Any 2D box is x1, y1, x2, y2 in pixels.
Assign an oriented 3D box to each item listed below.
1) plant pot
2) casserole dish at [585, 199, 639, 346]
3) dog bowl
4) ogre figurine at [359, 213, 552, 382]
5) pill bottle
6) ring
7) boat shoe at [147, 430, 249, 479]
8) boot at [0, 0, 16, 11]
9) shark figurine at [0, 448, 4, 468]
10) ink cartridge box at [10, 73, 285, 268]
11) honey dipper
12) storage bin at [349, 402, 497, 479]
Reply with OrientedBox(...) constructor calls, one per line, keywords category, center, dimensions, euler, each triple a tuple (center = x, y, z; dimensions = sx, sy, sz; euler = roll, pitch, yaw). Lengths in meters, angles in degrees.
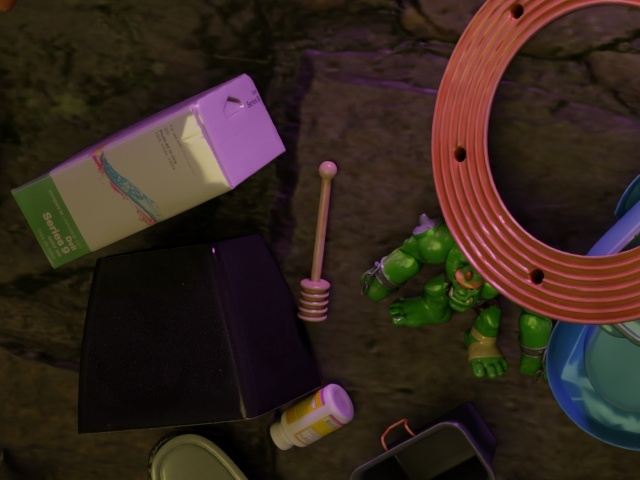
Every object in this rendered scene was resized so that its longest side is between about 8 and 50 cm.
OrientedBox(category="plant pot", center=(-0.127, 0.085, 1.565), dimensions=(0.188, 0.187, 0.167), euler=(-8, 91, 20))
OrientedBox(category="casserole dish", center=(0.305, 0.019, 1.392), dimensions=(0.114, 0.037, 0.188), euler=(43, 114, 0))
OrientedBox(category="dog bowl", center=(0.322, 0.048, 1.456), dimensions=(0.166, 0.074, 0.297), euler=(27, 114, 8))
OrientedBox(category="ogre figurine", center=(0.138, 0.047, 1.508), dimensions=(0.197, 0.097, 0.118), euler=(39, 133, 27))
OrientedBox(category="pill bottle", center=(-0.010, 0.181, 1.623), dimensions=(0.083, 0.043, 0.043), euler=(-31, 96, 24))
OrientedBox(category="ring", center=(0.243, -0.094, 1.385), dimensions=(0.337, 0.032, 0.336), euler=(-4, 84, 35))
OrientedBox(category="boat shoe", center=(-0.070, 0.321, 1.667), dimensions=(0.114, 0.091, 0.302), euler=(-32, 95, -8))
OrientedBox(category="boot", center=(-0.258, -0.309, 1.499), dimensions=(0.283, 0.109, 0.220), euler=(32, 108, 12))
OrientedBox(category="shark figurine", center=(-0.322, 0.384, 1.766), dimensions=(0.166, 0.116, 0.278), euler=(-36, 104, -9))
OrientedBox(category="ink cartridge box", center=(-0.160, -0.068, 1.530), dimensions=(0.212, 0.154, 0.093), euler=(-24, 98, 23))
OrientedBox(category="honey dipper", center=(0.000, 0.000, 1.572), dimensions=(0.030, 0.030, 0.160), euler=(11, 106, 15))
OrientedBox(category="storage bin", center=(0.105, 0.213, 1.570), dimensions=(0.135, 0.091, 0.098), euler=(-33, 95, 23))
